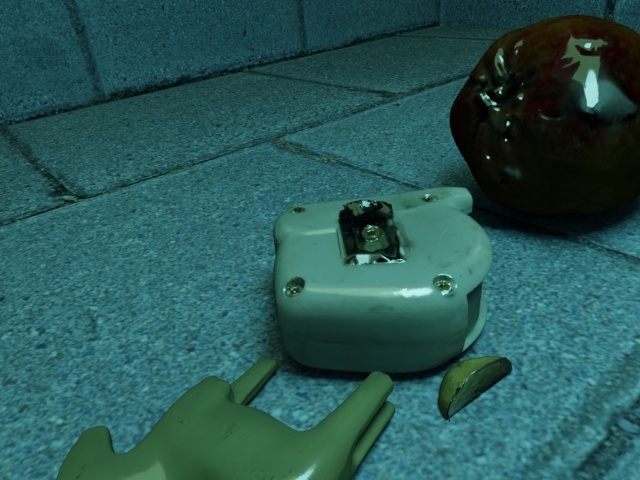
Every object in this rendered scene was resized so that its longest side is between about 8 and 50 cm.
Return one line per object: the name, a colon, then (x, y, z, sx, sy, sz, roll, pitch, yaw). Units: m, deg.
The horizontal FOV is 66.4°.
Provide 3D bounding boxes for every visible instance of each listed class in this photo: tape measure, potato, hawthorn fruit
tape measure: (0.075, 0.030, 0.580, 0.258, 0.130, 0.265, -5, 29, -2)
potato: (0.144, 0.130, 0.479, 0.093, 0.037, 0.036, -24, 29, -27)
hawthorn fruit: (0.369, -0.167, 0.737, 0.308, 0.324, 0.308, -45, 22, 24)

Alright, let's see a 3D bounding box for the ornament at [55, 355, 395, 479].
ornament: (-0.089, 0.175, 0.419, 0.230, 0.061, 0.245, 12, 31, 33)
